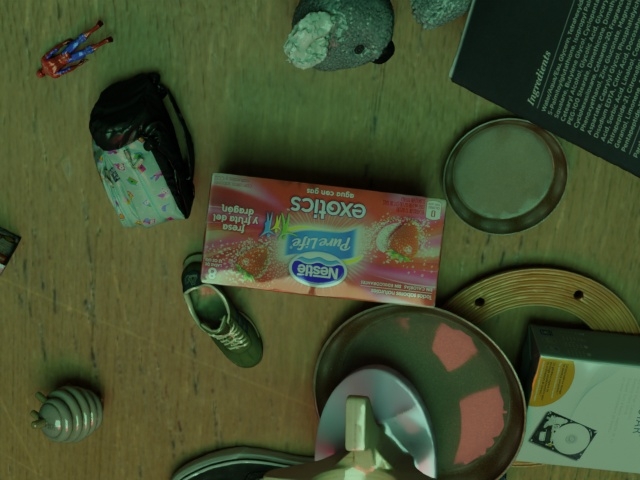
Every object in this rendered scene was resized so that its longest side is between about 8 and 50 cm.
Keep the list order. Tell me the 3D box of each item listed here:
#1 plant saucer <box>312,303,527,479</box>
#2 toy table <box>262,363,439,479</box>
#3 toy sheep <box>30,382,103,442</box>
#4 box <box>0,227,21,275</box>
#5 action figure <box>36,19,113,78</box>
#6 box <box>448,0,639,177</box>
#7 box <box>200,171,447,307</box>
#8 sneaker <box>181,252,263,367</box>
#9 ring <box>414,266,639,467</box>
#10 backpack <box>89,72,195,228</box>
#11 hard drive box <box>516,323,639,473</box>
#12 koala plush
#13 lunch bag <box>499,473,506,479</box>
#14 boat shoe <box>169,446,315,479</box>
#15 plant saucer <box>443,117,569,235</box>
[{"bbox_3d":[0.142,0.226,1.620,0.311,0.050,0.310,6,110,17],"label":"plant saucer"},{"bbox_3d":[0.065,0.321,1.544,0.252,0.161,0.274,-10,96,16],"label":"toy table"},{"bbox_3d":[-0.365,0.250,1.635,0.091,0.132,0.091,10,107,36],"label":"toy sheep"},{"bbox_3d":[-0.479,-0.006,1.527,0.137,0.094,0.027,27,112,-13],"label":"box"},{"bbox_3d":[-0.319,-0.239,1.457,0.115,0.030,0.038,-28,106,17],"label":"action figure"},{"bbox_3d":[0.398,-0.199,1.234,0.293,0.395,0.212,-10,124,-44],"label":"box"},{"bbox_3d":[0.000,0.000,1.481,0.300,0.154,0.142,6,90,-4],"label":"box"},{"bbox_3d":[-0.141,0.116,1.588,0.064,0.086,0.192,-24,113,10],"label":"sneaker"},{"bbox_3d":[0.302,0.186,1.655,0.337,0.032,0.336,-1,115,-1],"label":"ring"},{"bbox_3d":[-0.230,-0.104,1.468,0.115,0.152,0.182,-10,127,10],"label":"backpack"},{"bbox_3d":[0.397,0.226,1.608,0.232,0.089,0.181,6,115,-3],"label":"hard drive box"},{"bbox_3d":[0.048,-0.292,1.359,0.203,0.196,0.221,44,108,-6],"label":"koala plush"},{"bbox_3d":[0.235,0.366,1.712,0.098,0.065,0.067,15,151,-9],"label":"lunch bag"},{"bbox_3d":[-0.065,0.387,1.695,0.335,0.119,0.121,-2,115,0],"label":"boat shoe"},{"bbox_3d":[0.248,-0.088,1.529,0.168,0.029,0.168,0,114,0],"label":"plant saucer"}]
